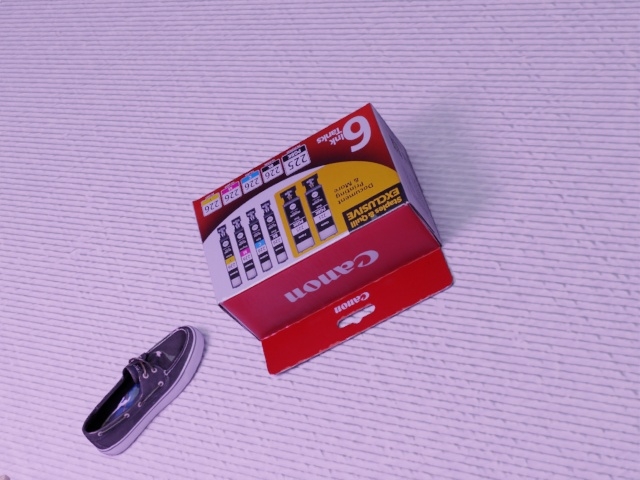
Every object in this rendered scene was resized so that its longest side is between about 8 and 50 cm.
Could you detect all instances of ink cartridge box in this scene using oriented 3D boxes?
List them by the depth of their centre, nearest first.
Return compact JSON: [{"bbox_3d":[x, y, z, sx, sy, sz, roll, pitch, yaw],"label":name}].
[{"bbox_3d":[0.000,0.000,1.867,0.309,0.130,0.272,-29,50,12],"label":"ink cartridge box"}]

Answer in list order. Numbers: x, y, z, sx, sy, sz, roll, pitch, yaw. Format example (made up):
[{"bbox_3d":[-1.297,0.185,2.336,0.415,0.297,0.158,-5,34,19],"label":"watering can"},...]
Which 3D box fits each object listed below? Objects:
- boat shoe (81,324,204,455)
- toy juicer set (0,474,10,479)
[{"bbox_3d":[-0.265,0.209,1.926,0.228,0.076,0.080,-48,48,-5],"label":"boat shoe"},{"bbox_3d":[-0.537,0.496,1.904,0.209,0.089,0.329,-2,67,46],"label":"toy juicer set"}]
